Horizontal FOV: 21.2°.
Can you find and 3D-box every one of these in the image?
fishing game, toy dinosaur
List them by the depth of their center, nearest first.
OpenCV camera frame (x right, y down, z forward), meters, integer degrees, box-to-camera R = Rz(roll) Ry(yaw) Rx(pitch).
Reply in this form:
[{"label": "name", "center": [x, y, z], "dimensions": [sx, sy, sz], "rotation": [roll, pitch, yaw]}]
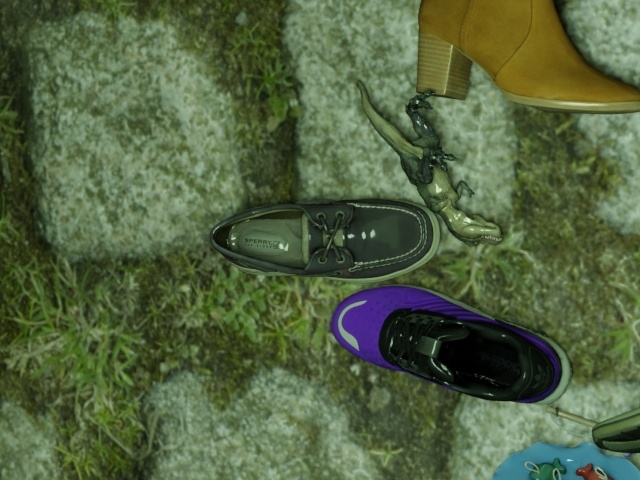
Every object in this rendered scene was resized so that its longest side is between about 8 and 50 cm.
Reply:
[{"label": "fishing game", "center": [0.272, 0.280, 1.851], "dimensions": [0.189, 0.264, 0.041], "rotation": [21, 134, 24]}, {"label": "toy dinosaur", "center": [0.119, -0.104, 1.993], "dimensions": [0.064, 0.118, 0.268], "rotation": [-30, 73, -19]}]

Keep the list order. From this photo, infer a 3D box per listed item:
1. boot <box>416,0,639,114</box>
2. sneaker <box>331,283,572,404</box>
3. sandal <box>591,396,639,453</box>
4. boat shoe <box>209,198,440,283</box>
[{"label": "boot", "center": [0.243, -0.256, 1.944], "dimensions": [0.295, 0.104, 0.211], "rotation": [11, 93, 28]}, {"label": "sneaker", "center": [0.133, 0.115, 1.960], "dimensions": [0.293, 0.146, 0.102], "rotation": [13, 94, 23]}, {"label": "sandal", "center": [0.425, 0.136, 1.858], "dimensions": [0.303, 0.120, 0.086], "rotation": [-36, 58, 9]}, {"label": "boat shoe", "center": [0.000, 0.000, 2.052], "dimensions": [0.285, 0.092, 0.103], "rotation": [0, 89, 24]}]
